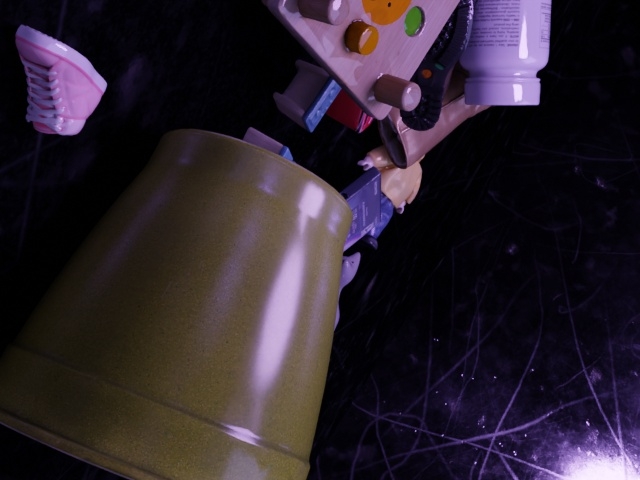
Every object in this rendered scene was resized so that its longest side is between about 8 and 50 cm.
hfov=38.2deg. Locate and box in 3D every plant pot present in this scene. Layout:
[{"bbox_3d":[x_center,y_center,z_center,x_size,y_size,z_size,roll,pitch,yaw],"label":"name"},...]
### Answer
[{"bbox_3d":[-0.131,0.083,1.019,0.366,0.366,0.353,67,44,-71],"label":"plant pot"}]

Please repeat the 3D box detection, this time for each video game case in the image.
[{"bbox_3d":[0.000,0.000,1.649,0.274,0.026,0.196,-39,159,-13],"label":"video game case"}]

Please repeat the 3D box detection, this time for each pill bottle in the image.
[{"bbox_3d":[0.329,-0.385,1.656,0.160,0.160,0.283,-19,111,-67],"label":"pill bottle"}]

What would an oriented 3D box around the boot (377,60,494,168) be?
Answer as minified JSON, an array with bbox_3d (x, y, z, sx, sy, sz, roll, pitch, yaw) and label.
[{"bbox_3d":[0.218,-0.298,1.749,0.269,0.089,0.236,-33,111,-22],"label":"boot"}]

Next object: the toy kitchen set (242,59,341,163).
[{"bbox_3d":[-0.008,-0.130,1.337,0.166,0.122,0.207,-57,164,-10],"label":"toy kitchen set"}]

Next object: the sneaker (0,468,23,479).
[{"bbox_3d":[-0.375,0.349,1.076,0.182,0.127,0.315,-57,163,-1],"label":"sneaker"}]

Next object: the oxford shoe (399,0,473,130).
[{"bbox_3d":[0.170,-0.284,1.381,0.096,0.082,0.227,-69,178,-51],"label":"oxford shoe"}]

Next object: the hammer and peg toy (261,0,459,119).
[{"bbox_3d":[0.098,-0.360,1.124,0.266,0.127,0.361,37,82,-49],"label":"hammer and peg toy"}]

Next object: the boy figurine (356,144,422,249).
[{"bbox_3d":[0.133,-0.129,1.828,0.177,0.092,0.285,38,79,-47],"label":"boy figurine"}]

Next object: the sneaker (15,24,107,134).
[{"bbox_3d":[-0.230,-0.129,0.792,0.070,0.051,0.134,-63,169,-7],"label":"sneaker"}]

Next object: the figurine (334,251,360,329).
[{"bbox_3d":[-0.006,0.126,1.834,0.215,0.092,0.209,-37,158,-56],"label":"figurine"}]

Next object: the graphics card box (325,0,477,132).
[{"bbox_3d":[0.144,-0.353,1.454,0.371,0.094,0.233,-43,157,-42],"label":"graphics card box"}]
